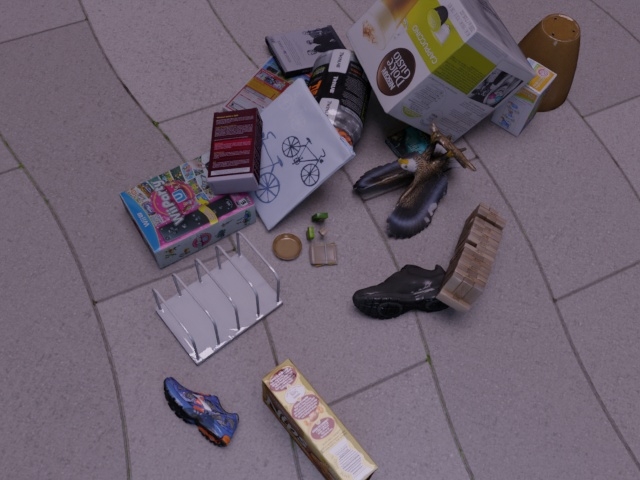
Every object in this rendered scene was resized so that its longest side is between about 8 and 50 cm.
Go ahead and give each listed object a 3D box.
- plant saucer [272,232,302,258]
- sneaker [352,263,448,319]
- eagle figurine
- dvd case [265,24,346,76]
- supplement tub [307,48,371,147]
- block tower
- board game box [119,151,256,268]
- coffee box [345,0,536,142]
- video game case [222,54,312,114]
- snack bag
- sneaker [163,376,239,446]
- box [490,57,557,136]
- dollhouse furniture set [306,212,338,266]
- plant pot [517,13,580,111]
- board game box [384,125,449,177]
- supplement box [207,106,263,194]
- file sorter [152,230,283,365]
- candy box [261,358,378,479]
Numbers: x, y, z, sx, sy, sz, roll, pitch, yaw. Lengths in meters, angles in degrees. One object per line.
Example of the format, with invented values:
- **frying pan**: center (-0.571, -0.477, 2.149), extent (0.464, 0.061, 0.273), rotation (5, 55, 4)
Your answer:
- **plant saucer**: center (-0.093, 0.018, 1.868), extent (0.084, 0.015, 0.083), rotation (2, 62, -4)
- **sneaker**: center (0.218, 0.130, 1.792), extent (0.287, 0.109, 0.130), rotation (-3, 55, -16)
- **eagle figurine**: center (0.267, -0.184, 1.916), extent (0.225, 0.298, 0.226), rotation (31, 27, -20)
- **dvd case**: center (-0.039, -0.622, 2.189), extent (0.239, 0.029, 0.179), rotation (-16, 60, -18)
- **supplement tub**: center (0.044, -0.398, 2.001), extent (0.194, 0.193, 0.315), rotation (11, 61, 2)
- **block tower**: center (0.411, 0.040, 1.796), extent (0.091, 0.097, 0.335), rotation (30, 48, 1)
- **board game box**: center (-0.365, -0.092, 1.864), extent (0.303, 0.097, 0.224), rotation (-29, 66, -17)
- **coffee box**: center (0.341, -0.541, 1.942), extent (0.338, 0.334, 0.337), rotation (13, 47, -46)
- **video game case**: center (-0.144, -0.458, 2.115), extent (0.204, 0.025, 0.285), rotation (32, 65, 13)
- **snack bag**: center (-0.100, -0.251, 1.896), extent (0.342, 0.037, 0.323), rotation (-41, 64, 18)
- **sneaker**: center (-0.291, 0.404, 1.622), extent (0.221, 0.083, 0.087), rotation (37, 52, 9)
- **box**: center (0.621, -0.438, 2.056), extent (0.103, 0.203, 0.114), rotation (36, 65, 14)
- **dollhouse furniture set**: center (0.000, 0.000, 1.881), extent (0.076, 0.058, 0.151), rotation (-3, 81, -14)
- **plant pot**: center (0.709, -0.578, 2.111), extent (0.237, 0.254, 0.237), rotation (1, 62, -2)
- **board game box**: center (0.300, -0.267, 2.043), extent (0.126, 0.026, 0.186), rotation (-29, 67, -18)
- **supplement box**: center (-0.234, -0.248, 1.851), extent (0.130, 0.073, 0.239), rotation (-4, 61, 10)
- **file sorter**: center (-0.262, 0.139, 1.704), extent (0.278, 0.173, 0.193), rotation (-35, 69, -20)
- **candy box**: center (-0.010, 0.441, 1.552), extent (0.088, 0.183, 0.316), rotation (-34, 69, -21)
